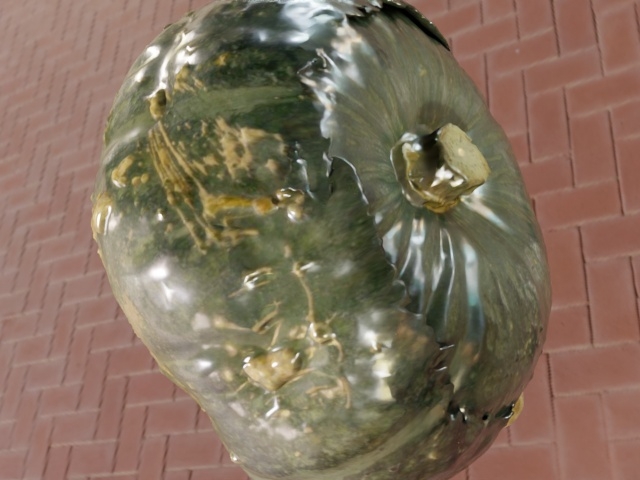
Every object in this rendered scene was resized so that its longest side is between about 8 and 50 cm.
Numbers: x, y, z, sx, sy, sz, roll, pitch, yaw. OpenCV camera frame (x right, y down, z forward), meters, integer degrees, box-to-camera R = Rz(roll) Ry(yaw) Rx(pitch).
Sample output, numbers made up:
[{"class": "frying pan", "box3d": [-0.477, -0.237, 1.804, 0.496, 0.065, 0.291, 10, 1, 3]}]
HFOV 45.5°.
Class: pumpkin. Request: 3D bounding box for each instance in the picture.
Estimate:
[{"class": "pumpkin", "box3d": [0.000, 0.000, 0.502, 0.257, 0.327, 0.291, -25, 25, 42]}]

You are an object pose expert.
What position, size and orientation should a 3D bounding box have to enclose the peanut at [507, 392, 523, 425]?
[{"class": "peanut", "box3d": [0.303, 0.265, 1.536, 0.147, 0.147, 0.319, -51, 20, 2]}]
